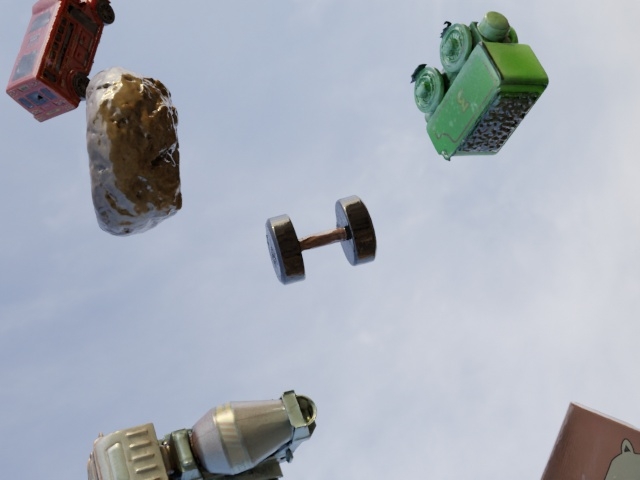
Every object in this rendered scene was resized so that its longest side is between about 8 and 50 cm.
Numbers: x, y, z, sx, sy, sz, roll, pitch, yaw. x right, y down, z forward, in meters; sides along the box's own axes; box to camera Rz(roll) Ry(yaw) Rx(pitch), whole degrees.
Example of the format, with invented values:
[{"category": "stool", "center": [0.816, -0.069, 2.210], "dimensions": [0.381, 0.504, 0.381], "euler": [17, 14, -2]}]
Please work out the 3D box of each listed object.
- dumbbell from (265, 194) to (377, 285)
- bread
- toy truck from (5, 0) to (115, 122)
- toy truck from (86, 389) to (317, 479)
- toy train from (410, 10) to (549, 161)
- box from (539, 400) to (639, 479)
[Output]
[{"category": "dumbbell", "center": [0.000, 0.000, 1.881], "dimensions": [0.152, 0.218, 0.152], "euler": [165, 90, -81]}, {"category": "bread", "center": [-0.247, -0.116, 1.164], "dimensions": [0.123, 0.230, 0.230], "euler": [-3, -103, -13]}, {"category": "toy truck", "center": [-0.445, -0.333, 1.491], "dimensions": [0.114, 0.107, 0.252], "euler": [39, -132, -45]}, {"category": "toy truck", "center": [-0.135, 0.244, 1.005], "dimensions": [0.257, 0.140, 0.108], "euler": [-10, -120, -21]}, {"category": "toy train", "center": [0.260, -0.252, 1.455], "dimensions": [0.132, 0.243, 0.188], "euler": [-4, -123, -27]}, {"category": "box", "center": [0.360, 0.328, 1.019], "dimensions": [0.086, 0.215, 0.215], "euler": [24, -93, -66]}]
